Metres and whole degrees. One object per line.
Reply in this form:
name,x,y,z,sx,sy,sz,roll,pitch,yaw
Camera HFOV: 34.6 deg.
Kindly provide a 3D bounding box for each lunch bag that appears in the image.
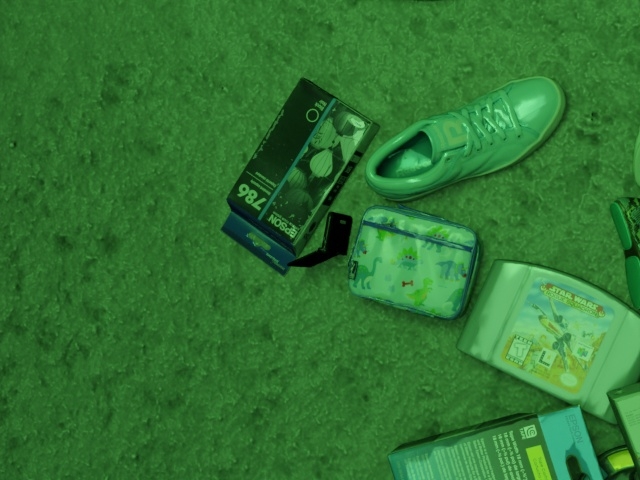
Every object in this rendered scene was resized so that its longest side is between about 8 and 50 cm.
lunch bag,0.163,0.035,1.783,0.219,0.090,0.176,16,91,17

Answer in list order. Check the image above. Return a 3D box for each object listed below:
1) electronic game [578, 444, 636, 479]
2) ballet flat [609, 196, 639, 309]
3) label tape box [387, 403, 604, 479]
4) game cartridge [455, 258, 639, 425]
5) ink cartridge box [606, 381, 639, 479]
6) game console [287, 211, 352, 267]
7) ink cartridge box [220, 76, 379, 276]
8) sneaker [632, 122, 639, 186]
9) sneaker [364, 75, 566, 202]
electronic game,0.524,0.444,1.668,0.229,0.048,0.229,-1,88,18
ballet flat,0.526,0.018,1.678,0.070,0.070,0.188,-12,88,18
label tape box,0.309,0.422,1.710,0.334,0.106,0.240,-18,82,17
game cartridge,0.398,0.155,1.719,0.297,0.062,0.198,25,100,18
ink cartridge box,0.512,0.311,1.587,0.072,0.127,0.175,-21,85,8
game console,0.000,0.000,1.819,0.071,0.122,0.107,10,91,19
ink cartridge box,-0.050,-0.113,1.872,0.165,0.065,0.332,34,100,16
sneaker,0.578,-0.226,1.649,0.114,0.152,0.305,12,115,0
sneaker,0.240,-0.166,1.730,0.366,0.150,0.135,-30,80,15
